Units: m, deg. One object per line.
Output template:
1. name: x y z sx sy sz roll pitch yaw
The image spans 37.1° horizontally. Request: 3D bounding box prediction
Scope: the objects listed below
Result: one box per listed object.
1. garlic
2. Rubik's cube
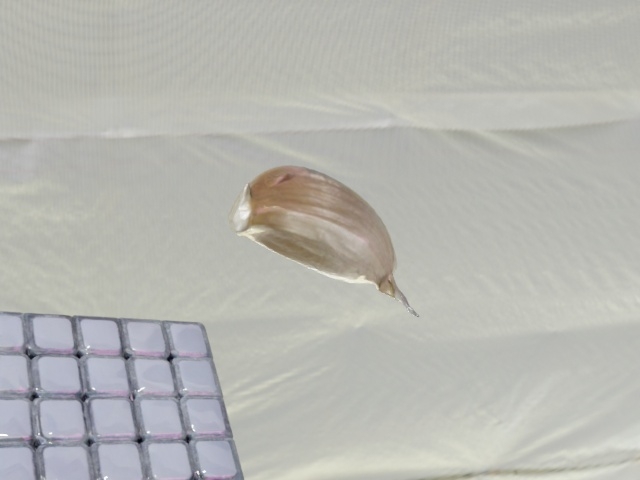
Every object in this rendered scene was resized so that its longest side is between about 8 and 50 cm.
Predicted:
1. garlic: 0.009 0.002 0.923 0.198 0.128 0.090 32 -68 -7
2. Rubik's cube: -0.227 0.224 0.885 0.238 0.237 0.237 5 -45 -31
